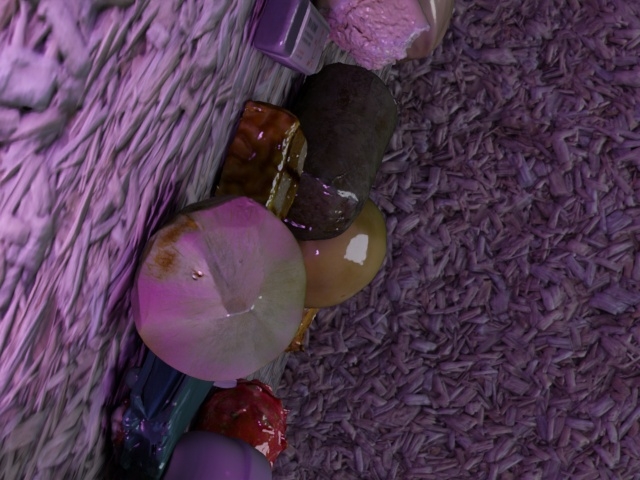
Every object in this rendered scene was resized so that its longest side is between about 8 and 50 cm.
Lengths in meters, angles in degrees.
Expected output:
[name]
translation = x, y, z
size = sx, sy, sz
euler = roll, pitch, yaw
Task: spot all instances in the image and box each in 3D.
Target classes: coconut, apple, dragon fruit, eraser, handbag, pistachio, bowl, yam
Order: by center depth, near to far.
[coconut]
translation = -0.124, 0.058, 1.236
size = 0.204, 0.236, 0.236
euler = 65, 23, -17
[handbag]
translation = -0.207, 0.179, 1.443
size = 0.268, 0.100, 0.274
euler = 110, 5, -52
[eraser]
translation = -0.037, -0.296, 1.483
size = 0.352, 0.061, 0.089
euler = -23, 135, -82
[bowl]
translation = -0.220, 0.403, 1.555
size = 0.287, 0.144, 0.287
euler = -42, -159, 20
[yam]
translation = 0.011, -0.150, 1.805
size = 0.195, 0.195, 0.300
euler = 103, 9, -54
[apple]
translation = 0.000, 0.000, 2.026
size = 0.262, 0.262, 0.262
euler = 21, 90, -85
[pistachio]
translation = 0.166, -0.502, 2.064
size = 0.331, 0.208, 0.226
euler = 74, -9, -58
[dragon fruit]
translation = -0.171, 0.408, 2.148
size = 0.268, 0.210, 0.205
euler = -51, 145, -56

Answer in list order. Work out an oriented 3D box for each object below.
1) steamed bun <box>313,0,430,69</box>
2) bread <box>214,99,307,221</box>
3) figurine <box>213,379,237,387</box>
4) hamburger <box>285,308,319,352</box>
[steamed bun]
translation = 0.071, -0.364, 1.724
size = 0.170, 0.200, 0.225
euler = -29, 172, -4
[bread]
translation = -0.086, -0.107, 1.556
size = 0.222, 0.096, 0.181
euler = 66, 43, -82
[figurine]
translation = -0.155, 0.146, 1.694
size = 0.147, 0.126, 0.192
euler = 88, 4, -52
[hamburger]
translation = -0.054, 0.104, 2.315
size = 0.318, 0.158, 0.318
euler = 21, 90, -85
